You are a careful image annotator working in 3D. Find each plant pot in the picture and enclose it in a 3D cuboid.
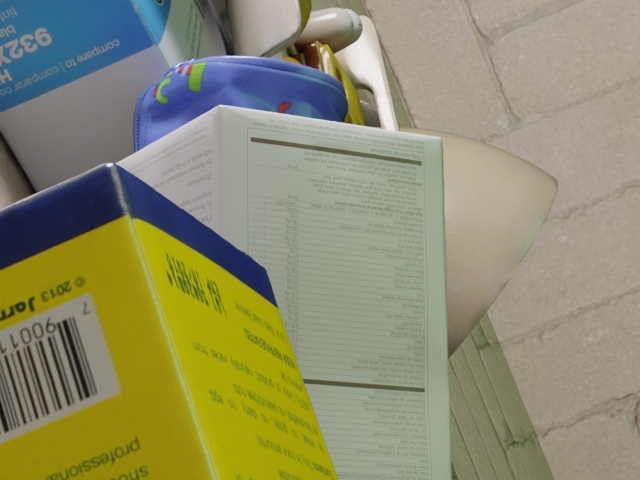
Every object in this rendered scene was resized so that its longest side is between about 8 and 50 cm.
[{"bbox_3d":[0.071,-0.001,1.928,0.191,0.284,0.284,36,14,-4],"label":"plant pot"}]

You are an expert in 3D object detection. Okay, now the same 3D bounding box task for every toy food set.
[{"bbox_3d":[0.004,-0.162,1.510,0.306,0.092,0.219,53,22,-57],"label":"toy food set"}]

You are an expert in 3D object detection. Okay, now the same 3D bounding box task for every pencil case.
[{"bbox_3d":[-0.068,0.038,1.155,0.119,0.133,0.306,146,-44,-65],"label":"pencil case"}]

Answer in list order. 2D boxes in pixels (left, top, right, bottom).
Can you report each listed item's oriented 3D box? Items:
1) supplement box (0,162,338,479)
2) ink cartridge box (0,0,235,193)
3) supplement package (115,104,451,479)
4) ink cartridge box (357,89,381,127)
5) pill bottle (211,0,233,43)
[{"bbox_3d":[-0.082,0.183,0.808,0.194,0.195,0.356,40,28,-68],"label":"supplement box"},{"bbox_3d":[-0.121,-0.083,1.367,0.223,0.129,0.307,-93,158,-63],"label":"ink cartridge box"},{"bbox_3d":[-0.024,0.070,1.021,0.139,0.134,0.244,7,75,-29],"label":"supplement package"},{"bbox_3d":[0.029,-0.143,2.107,0.239,0.060,0.275,25,-11,27],"label":"ink cartridge box"},{"bbox_3d":[-0.138,-0.277,1.592,0.301,0.169,0.169,53,17,-52],"label":"pill bottle"}]
